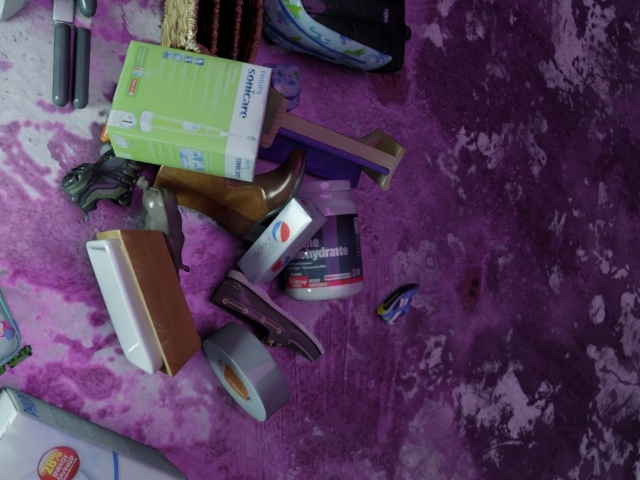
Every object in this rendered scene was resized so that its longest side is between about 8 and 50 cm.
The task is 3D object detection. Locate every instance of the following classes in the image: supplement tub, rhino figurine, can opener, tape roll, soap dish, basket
[{"bbox_3d":[0.000,0.000,1.446,0.191,0.191,0.272,-6,91,-32],"label":"supplement tub"},{"bbox_3d":[-0.325,-0.012,1.274,0.073,0.106,0.243,-18,123,-22],"label":"rhino figurine"},{"bbox_3d":[-0.495,-0.413,1.214,0.076,0.095,0.283,2,87,-31],"label":"can opener"},{"bbox_3d":[-0.163,0.286,1.319,0.072,0.219,0.219,-35,106,-28],"label":"tape roll"},{"bbox_3d":[-0.352,0.111,1.202,0.118,0.229,0.290,-22,100,-29],"label":"soap dish"},{"bbox_3d":[-0.213,-0.501,1.317,0.214,0.223,0.299,9,83,-31],"label":"basket"}]

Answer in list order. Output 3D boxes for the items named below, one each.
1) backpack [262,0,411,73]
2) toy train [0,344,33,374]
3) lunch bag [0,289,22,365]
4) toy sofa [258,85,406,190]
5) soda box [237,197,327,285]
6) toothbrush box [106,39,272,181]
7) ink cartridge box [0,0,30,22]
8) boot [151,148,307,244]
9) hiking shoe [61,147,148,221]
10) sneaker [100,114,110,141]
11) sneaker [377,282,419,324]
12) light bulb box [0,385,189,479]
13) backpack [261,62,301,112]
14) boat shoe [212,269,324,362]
[{"bbox_3d":[0.027,-0.571,1.471,0.356,0.273,0.290,-3,92,-53],"label":"backpack"},{"bbox_3d":[-0.598,0.234,1.173,0.083,0.017,0.023,-35,116,-28],"label":"toy train"},{"bbox_3d":[-0.694,0.173,1.062,0.279,0.108,0.224,-28,108,-28],"label":"lunch bag"},{"bbox_3d":[0.004,-0.219,1.443,0.363,0.150,0.177,16,110,-30],"label":"toy sofa"},{"bbox_3d":[-0.086,0.004,1.341,0.069,0.216,0.074,51,24,17],"label":"soda box"},{"bbox_3d":[-0.254,-0.255,1.208,0.283,0.122,0.206,9,71,-5],"label":"toothbrush box"},{"bbox_3d":[-0.630,-0.530,1.097,0.218,0.159,0.092,46,65,-22],"label":"ink cartridge box"},{"bbox_3d":[-0.196,-0.147,1.315,0.280,0.264,0.096,29,32,-18],"label":"boot"},{"bbox_3d":[-0.418,-0.133,1.271,0.227,0.086,0.114,-32,120,-25],"label":"hiking shoe"},{"bbox_3d":[-0.400,-0.271,1.286,0.067,0.064,0.175,44,69,-26],"label":"sneaker"},{"bbox_3d":[0.220,0.172,1.658,0.144,0.053,0.059,-39,107,-18],"label":"sneaker"},{"bbox_3d":[-0.498,0.515,1.102,0.361,0.225,0.357,35,71,-27],"label":"light bulb box"},{"bbox_3d":[-0.098,-0.369,1.463,0.105,0.084,0.114,-6,94,-29],"label":"backpack"},{"bbox_3d":[-0.120,0.197,1.418,0.305,0.109,0.091,43,68,-17],"label":"boat shoe"}]
